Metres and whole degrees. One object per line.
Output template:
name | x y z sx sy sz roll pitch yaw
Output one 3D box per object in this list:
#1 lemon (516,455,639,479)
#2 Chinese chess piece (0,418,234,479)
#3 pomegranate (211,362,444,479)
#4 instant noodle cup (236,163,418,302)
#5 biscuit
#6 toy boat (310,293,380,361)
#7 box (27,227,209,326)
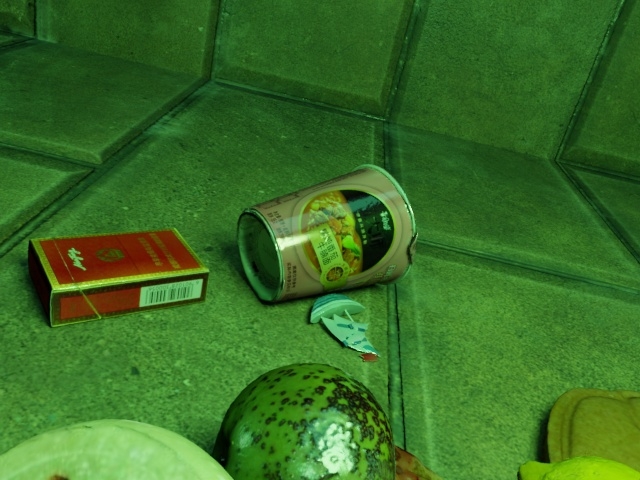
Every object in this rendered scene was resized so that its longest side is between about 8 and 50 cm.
lemon | 0.285 0.308 0.610 0.173 0.173 0.206 -12 47 -41
Chinese chess piece | -0.167 0.267 0.429 0.270 0.112 0.270 -6 52 7
pomegranate | 0.016 0.237 0.599 0.247 0.214 0.214 18 25 -13
instant noodle cup | 0.000 0.000 1.054 0.255 0.244 0.244 -16 38 -30
biscuit | 0.509 0.330 0.799 0.455 0.078 0.350 10 23 -6
toy boat | 0.035 0.143 0.988 0.105 0.034 0.149 9 39 -16
box | -0.317 0.050 0.952 0.239 0.074 0.153 -6 36 -36
